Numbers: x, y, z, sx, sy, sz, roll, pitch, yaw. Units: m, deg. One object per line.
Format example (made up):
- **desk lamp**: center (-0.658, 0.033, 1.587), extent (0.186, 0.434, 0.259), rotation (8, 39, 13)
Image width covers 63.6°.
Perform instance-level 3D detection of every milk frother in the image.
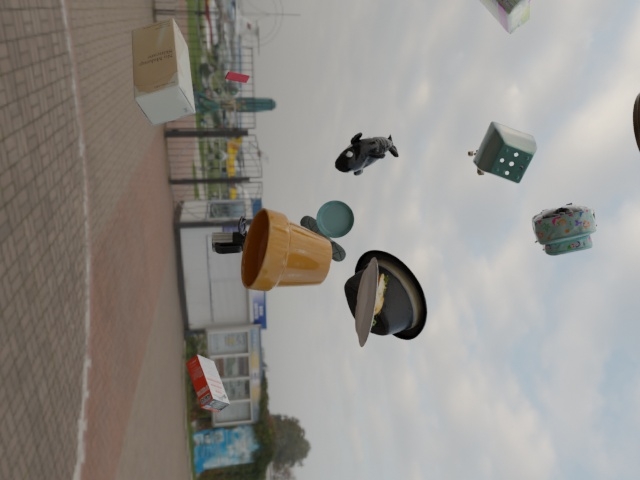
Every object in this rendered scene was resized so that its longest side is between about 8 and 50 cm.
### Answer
- **milk frother**: center (-0.342, -0.022, 1.946), extent (0.129, 0.135, 0.143), rotation (-130, -142, -80)

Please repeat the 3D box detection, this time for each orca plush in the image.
- **orca plush**: center (0.183, -0.281, 1.747), extent (0.102, 0.287, 0.151), rotation (29, -62, 38)

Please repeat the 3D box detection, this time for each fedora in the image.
- **fedora**: center (0.191, 0.199, 1.716), extent (0.334, 0.152, 0.334), rotation (27, -53, 42)

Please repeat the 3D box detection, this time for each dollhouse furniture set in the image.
- **dollhouse furniture set**: center (0.724, -0.349, 2.330), extent (0.091, 0.081, 0.114), rotation (2, -87, 55)

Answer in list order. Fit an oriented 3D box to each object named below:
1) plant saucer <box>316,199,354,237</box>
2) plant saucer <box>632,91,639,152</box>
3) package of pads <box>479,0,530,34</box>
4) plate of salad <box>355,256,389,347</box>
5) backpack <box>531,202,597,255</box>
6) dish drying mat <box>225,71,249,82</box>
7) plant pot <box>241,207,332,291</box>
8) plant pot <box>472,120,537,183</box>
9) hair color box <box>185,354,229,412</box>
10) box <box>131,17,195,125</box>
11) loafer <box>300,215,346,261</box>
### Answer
- **plant saucer**: center (0.046, -0.067, 1.621), extent (0.021, 0.119, 0.119), rotation (-88, 177, -81)
- **plant saucer**: center (1.023, -0.344, 1.578), extent (0.041, 0.278, 0.278), rotation (-8, -96, 52)
- **package of pads**: center (0.602, -0.839, 1.741), extent (0.229, 0.101, 0.296), rotation (53, 20, 7)
- **plate of salad**: center (0.113, 0.137, 1.140), extent (0.200, 0.048, 0.200), rotation (-172, -90, -86)
- **backpack**: center (0.921, -0.045, 1.948), extent (0.253, 0.225, 0.191), rotation (1, 78, -69)
- **dish drying mat**: center (-0.282, -0.554, 1.751), extent (0.032, 0.083, 0.008), rotation (-47, -123, 40)
- **plant pot**: center (-0.081, 0.038, 1.316), extent (0.205, 0.188, 0.205), rotation (-43, -139, 53)
- **plant pot**: center (0.645, -0.290, 1.788), extent (0.234, 0.165, 0.165), rotation (-61, 172, -65)
- **hair color box**: center (-0.359, 0.455, 1.641), extent (0.167, 0.053, 0.093), rotation (56, 6, 37)
- **box**: center (-0.481, -0.516, 1.575), extent (0.121, 0.148, 0.311), rotation (69, 5, -60)
- **loafer**: center (0.000, 0.000, 2.349), extent (0.267, 0.096, 0.084), rotation (46, -16, -6)
